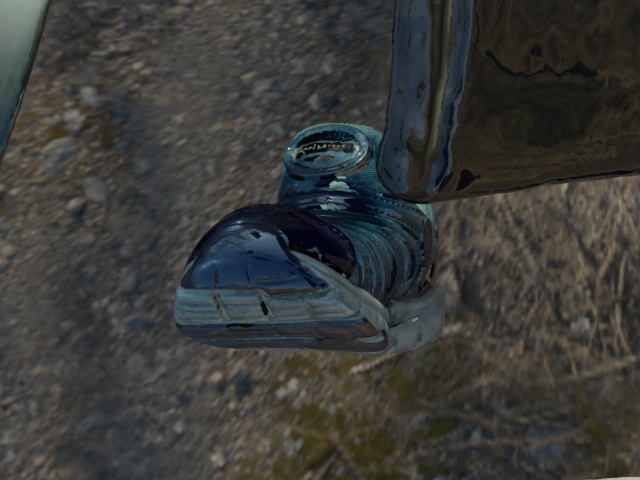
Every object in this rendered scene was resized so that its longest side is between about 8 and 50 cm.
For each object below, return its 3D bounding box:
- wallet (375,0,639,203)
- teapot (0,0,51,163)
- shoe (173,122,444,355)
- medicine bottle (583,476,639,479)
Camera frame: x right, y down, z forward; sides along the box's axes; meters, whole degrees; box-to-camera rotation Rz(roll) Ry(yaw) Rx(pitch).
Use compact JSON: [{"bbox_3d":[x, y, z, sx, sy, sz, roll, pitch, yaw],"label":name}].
[{"bbox_3d":[0.150,-0.122,0.642,0.051,0.378,0.197,10,101,37],"label":"wallet"},{"bbox_3d":[-0.224,-0.118,0.786,0.149,0.239,0.162,15,125,-16],"label":"teapot"},{"bbox_3d":[0.000,0.000,0.681,0.092,0.207,0.106,-1,90,19],"label":"shoe"},{"bbox_3d":[0.164,0.094,0.368,0.213,0.122,0.121,-4,101,28],"label":"medicine bottle"}]
